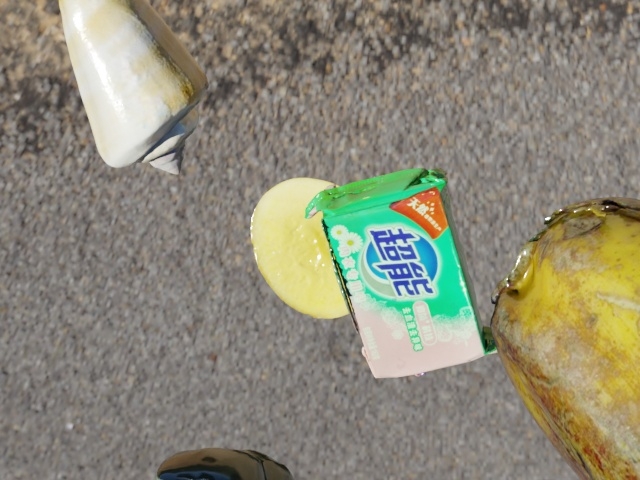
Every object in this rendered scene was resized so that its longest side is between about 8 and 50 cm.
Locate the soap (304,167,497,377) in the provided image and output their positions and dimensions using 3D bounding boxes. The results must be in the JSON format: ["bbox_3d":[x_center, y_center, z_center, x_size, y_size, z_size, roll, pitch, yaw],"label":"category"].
[{"bbox_3d":[0.116,0.043,1.433,0.217,0.098,0.273,-15,116,7],"label":"soap"}]

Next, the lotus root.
[{"bbox_3d":[0.255,0.107,0.717,0.179,0.397,0.196,1,120,-32],"label":"lotus root"}]

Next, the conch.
[{"bbox_3d":[-0.184,-0.188,1.116,0.127,0.158,0.255,-10,113,8],"label":"conch"}]

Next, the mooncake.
[{"bbox_3d":[-0.081,0.263,0.952,0.104,0.168,0.175,-11,109,28],"label":"mooncake"}]

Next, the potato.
[{"bbox_3d":[0.000,0.000,1.593,0.203,0.158,0.178,41,98,-1],"label":"potato"}]
